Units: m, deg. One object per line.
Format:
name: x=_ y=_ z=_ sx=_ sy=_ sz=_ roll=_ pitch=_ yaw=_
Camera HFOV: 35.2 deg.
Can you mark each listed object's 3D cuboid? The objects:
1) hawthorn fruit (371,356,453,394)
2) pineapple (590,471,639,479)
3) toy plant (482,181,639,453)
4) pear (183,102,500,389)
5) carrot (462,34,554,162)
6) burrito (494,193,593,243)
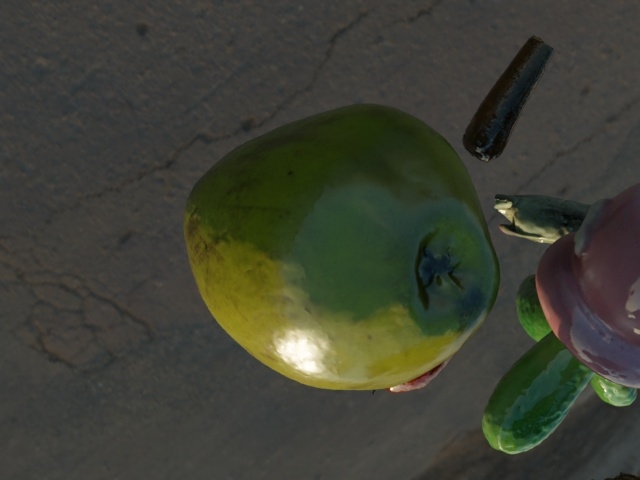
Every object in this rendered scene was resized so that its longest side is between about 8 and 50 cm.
hawthorn fruit: x=0.108 y=0.103 z=1.297 sx=0.179 sy=0.173 sz=0.173 roll=-52 pitch=143 yaw=5
pineapple: x=0.223 y=0.343 z=1.001 sx=0.279 sy=0.158 sz=0.158 roll=-23 pitch=141 yaw=2
toy plant: x=0.351 y=0.079 z=1.238 sx=0.356 sy=0.210 sz=0.317 roll=-61 pitch=-177 yaw=45
pear: x=0.000 y=0.000 z=1.038 sx=0.287 sy=0.375 sz=0.287 roll=-21 pitch=120 yaw=-40
carrot: x=0.227 y=-0.170 z=1.222 sx=0.055 sy=0.055 sz=0.161 roll=7 pitch=118 yaw=-47
burrito: x=0.383 y=-0.020 z=1.477 sx=0.096 sy=0.309 sz=0.066 roll=-26 pitch=121 yaw=-39
